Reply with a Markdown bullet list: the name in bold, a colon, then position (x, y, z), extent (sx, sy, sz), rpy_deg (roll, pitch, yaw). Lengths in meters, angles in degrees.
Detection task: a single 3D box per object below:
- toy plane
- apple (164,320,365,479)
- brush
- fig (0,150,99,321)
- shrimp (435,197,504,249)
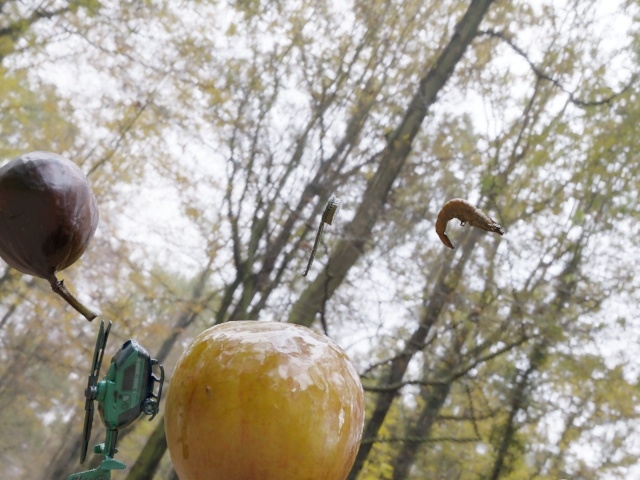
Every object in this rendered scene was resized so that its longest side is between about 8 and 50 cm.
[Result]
- **toy plane**: position (-0.267, 0.221, 1.119), extent (0.096, 0.235, 0.060), rpy_deg (8, 6, -31)
- **apple**: position (-0.080, 0.262, 1.215), extent (0.299, 0.275, 0.299), rpy_deg (-1, -28, 0)
- **brush**: position (0.000, 0.000, 1.734), extent (0.027, 0.062, 0.266), rpy_deg (26, -36, 5)
- **fig**: position (-0.446, -0.009, 1.362), extent (0.186, 0.249, 0.203), rpy_deg (1, -29, -21)
- **shrimp**: position (0.265, -0.021, 1.519), extent (0.127, 0.091, 0.025), rpy_deg (20, 5, -7)
